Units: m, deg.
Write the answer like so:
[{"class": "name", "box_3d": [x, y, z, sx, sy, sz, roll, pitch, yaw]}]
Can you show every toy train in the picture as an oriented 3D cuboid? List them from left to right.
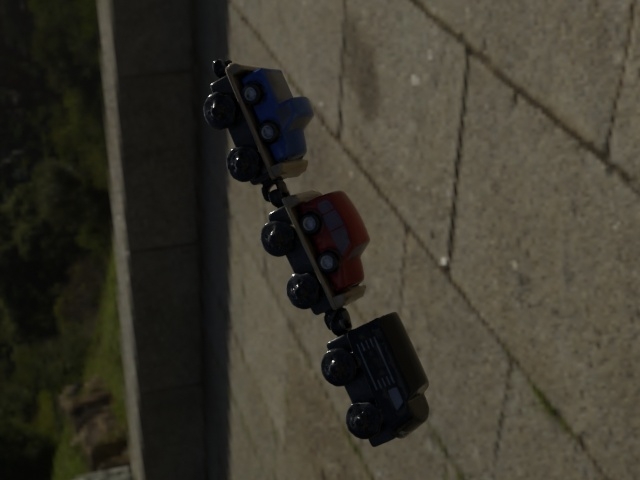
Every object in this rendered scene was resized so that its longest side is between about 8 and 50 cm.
[{"class": "toy train", "box_3d": [0.000, 0.000, 0.437, 0.158, 0.036, 0.027, 65, -155, 5]}]
